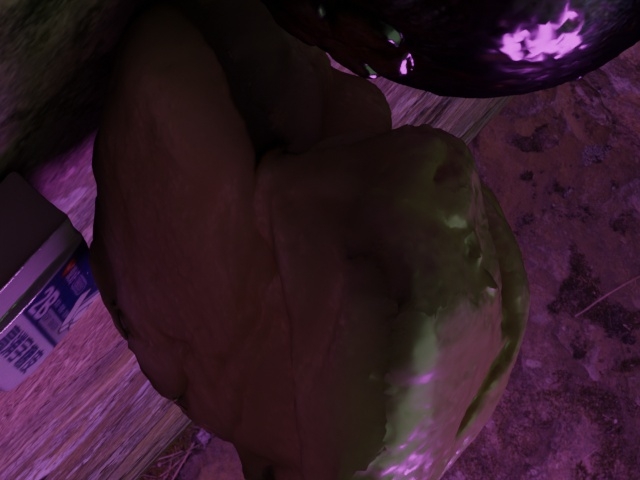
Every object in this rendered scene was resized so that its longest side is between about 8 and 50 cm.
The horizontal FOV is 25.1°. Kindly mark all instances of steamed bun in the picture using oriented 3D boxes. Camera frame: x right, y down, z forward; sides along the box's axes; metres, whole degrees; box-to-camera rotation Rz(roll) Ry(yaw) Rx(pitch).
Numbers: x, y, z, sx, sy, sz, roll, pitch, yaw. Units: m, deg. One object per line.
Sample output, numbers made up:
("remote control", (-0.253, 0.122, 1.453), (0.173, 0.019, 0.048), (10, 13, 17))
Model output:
("steamed bun", (0.001, 0.005, 0.971), (0.230, 0.372, 0.325), (-21, 151, -31))

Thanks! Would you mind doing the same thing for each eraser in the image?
("eraser", (-0.226, 0.036, 1.038), (0.124, 0.068, 0.210), (-47, 173, -11))

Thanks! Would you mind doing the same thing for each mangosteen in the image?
("mangosteen", (0.072, -0.210, 0.683), (0.288, 0.288, 0.288), (-47, 174, -7))

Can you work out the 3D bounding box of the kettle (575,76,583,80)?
("kettle", (0.150, -0.235, 1.176), (0.144, 0.232, 0.202), (-43, 172, -32))
